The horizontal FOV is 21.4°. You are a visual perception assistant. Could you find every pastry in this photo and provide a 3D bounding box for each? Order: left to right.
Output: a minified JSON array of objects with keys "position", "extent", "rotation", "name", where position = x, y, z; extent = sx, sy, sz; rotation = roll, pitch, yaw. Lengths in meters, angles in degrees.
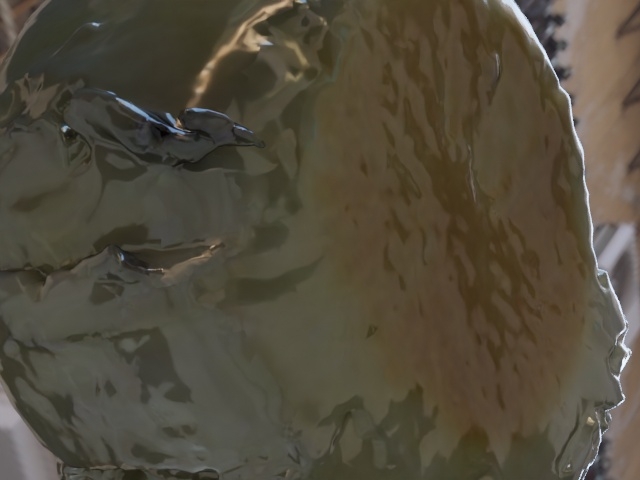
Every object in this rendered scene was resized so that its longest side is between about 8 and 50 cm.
[{"position":[0.000,0.000,0.375],"extent":[0.088,0.166,0.166],"rotation":[-7,-63,41],"name":"pastry"}]
